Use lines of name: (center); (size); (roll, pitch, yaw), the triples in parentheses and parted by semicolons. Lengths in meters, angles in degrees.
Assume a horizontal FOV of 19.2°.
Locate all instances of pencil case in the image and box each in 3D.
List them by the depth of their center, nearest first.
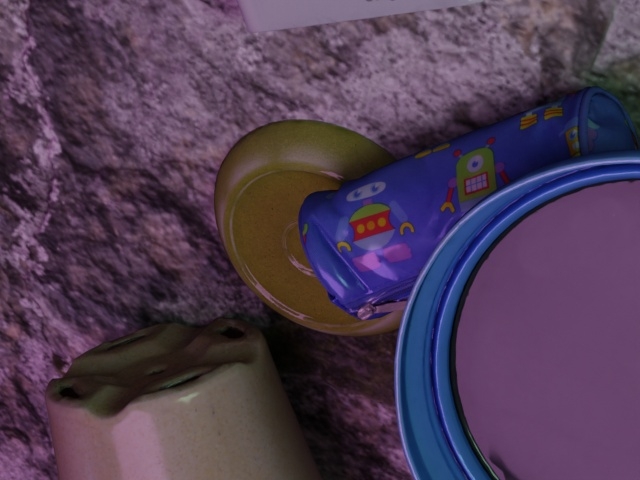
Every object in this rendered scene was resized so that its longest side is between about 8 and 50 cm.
pencil case: (0.125, -0.024, 1.604); (0.306, 0.133, 0.119); (-21, 148, 29)

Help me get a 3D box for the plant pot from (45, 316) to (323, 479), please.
plant pot: (-0.127, 0.254, 1.876); (0.334, 0.334, 0.305); (-4, 109, 31)

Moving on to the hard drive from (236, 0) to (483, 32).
hard drive: (-0.013, -0.345, 1.532); (0.233, 0.047, 0.353); (-3, 121, 31)

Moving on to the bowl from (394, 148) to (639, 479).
bowl: (0.253, 0.116, 1.481); (0.391, 0.077, 0.391); (5, 106, 18)

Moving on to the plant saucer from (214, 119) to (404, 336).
plant saucer: (0.000, 0.000, 1.779); (0.241, 0.037, 0.241); (15, 129, 20)
